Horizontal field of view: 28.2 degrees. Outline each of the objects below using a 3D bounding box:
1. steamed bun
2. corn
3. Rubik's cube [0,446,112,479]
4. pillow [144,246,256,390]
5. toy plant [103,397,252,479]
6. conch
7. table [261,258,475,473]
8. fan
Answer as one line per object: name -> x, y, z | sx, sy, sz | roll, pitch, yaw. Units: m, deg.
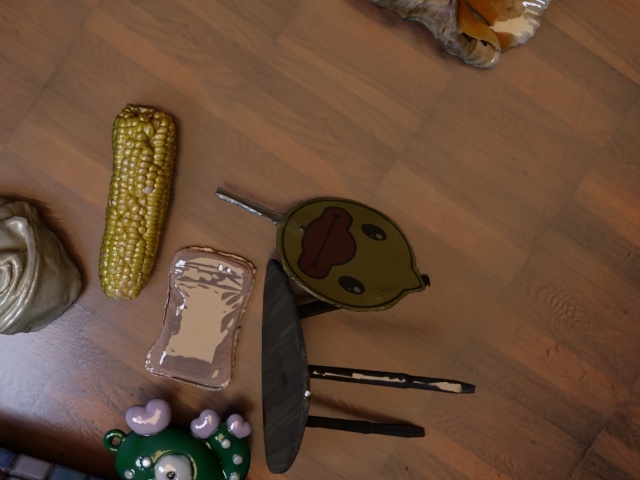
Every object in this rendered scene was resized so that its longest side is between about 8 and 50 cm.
steamed bun -> -0.482, 0.049, 1.860 | 0.211, 0.144, 0.218 | -29, 95, 3
corn -> -0.275, -0.054, 1.877 | 0.101, 0.101, 0.291 | 11, 95, -2
Rubik's cube -> -0.465, 0.493, 1.802 | 0.293, 0.292, 0.286 | 18, 116, 0
pillow -> -0.179, 0.118, 1.928 | 0.135, 0.034, 0.211 | 15, 94, 1
toy plant -> -0.219, 0.349, 1.911 | 0.243, 0.112, 0.232 | 11, 107, -6
conch -> 0.186, -0.419, 1.801 | 0.297, 0.352, 0.210 | -30, 51, 11
table -> 0.058, 0.169, 1.853 | 0.249, 0.317, 0.317 | 0, 96, -13
fan -> 0.000, -0.001, 1.842 | 0.335, 0.229, 0.011 | 24, 131, 0
